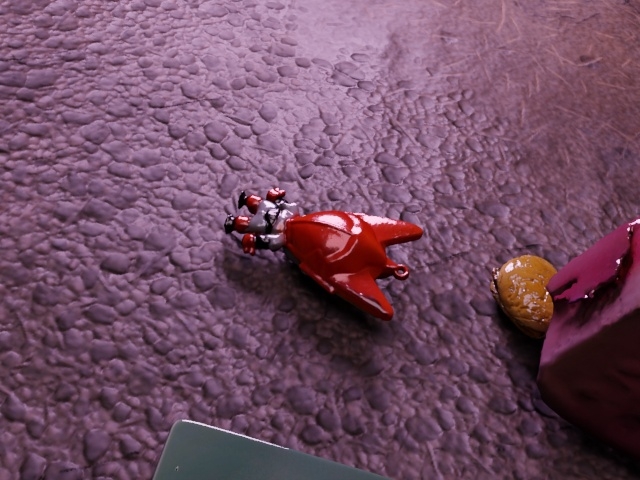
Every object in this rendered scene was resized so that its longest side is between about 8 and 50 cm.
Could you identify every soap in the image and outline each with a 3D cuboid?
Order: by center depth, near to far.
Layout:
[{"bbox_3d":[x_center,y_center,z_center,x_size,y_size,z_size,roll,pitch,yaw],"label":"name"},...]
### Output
[{"bbox_3d":[0.337,0.104,0.602,0.325,0.220,0.127,32,44,1],"label":"soap"}]

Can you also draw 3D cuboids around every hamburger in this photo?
[{"bbox_3d":[0.198,0.051,0.720,0.076,0.044,0.083,-20,63,-28],"label":"hamburger"}]

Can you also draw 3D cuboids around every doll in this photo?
[{"bbox_3d":[0.000,0.000,0.696,0.169,0.057,0.109,24,52,3],"label":"doll"}]

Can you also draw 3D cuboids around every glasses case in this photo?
[{"bbox_3d":[-0.028,0.189,0.549,0.184,0.039,0.077,17,49,-2],"label":"glasses case"}]
